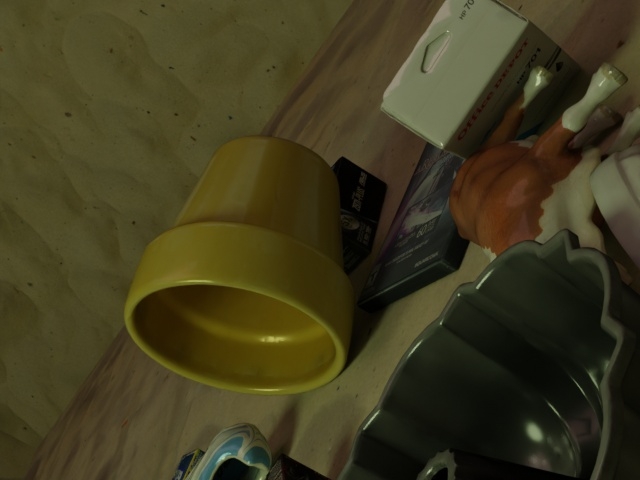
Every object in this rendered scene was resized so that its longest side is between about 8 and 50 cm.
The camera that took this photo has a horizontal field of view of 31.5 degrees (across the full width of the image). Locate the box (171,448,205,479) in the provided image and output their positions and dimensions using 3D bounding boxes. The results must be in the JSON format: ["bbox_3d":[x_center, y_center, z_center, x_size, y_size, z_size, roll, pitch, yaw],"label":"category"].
[{"bbox_3d":[-0.173,0.351,1.426,0.054,0.059,0.168,-35,27,55],"label":"box"}]

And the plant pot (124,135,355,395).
[{"bbox_3d":[-0.076,0.019,1.324,0.254,0.254,0.239,-43,28,49],"label":"plant pot"}]

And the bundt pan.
[{"bbox_3d":[0.111,0.167,0.634,0.330,0.124,0.331,-57,12,19],"label":"bundt pan"}]

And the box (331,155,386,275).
[{"bbox_3d":[0.000,0.000,1.539,0.180,0.078,0.147,-47,18,40],"label":"box"}]

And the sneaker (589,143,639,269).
[{"bbox_3d":[0.258,-0.017,0.596,0.169,0.108,0.292,-53,24,18],"label":"sneaker"}]

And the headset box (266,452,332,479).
[{"bbox_3d":[-0.017,0.247,1.080,0.032,0.062,0.083,-57,12,10],"label":"headset box"}]

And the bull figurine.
[{"bbox_3d":[0.183,-0.043,0.917,0.188,0.101,0.310,-54,14,4],"label":"bull figurine"}]

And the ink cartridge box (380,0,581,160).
[{"bbox_3d":[0.156,-0.148,1.079,0.139,0.082,0.191,-56,-23,12],"label":"ink cartridge box"}]

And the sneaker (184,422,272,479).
[{"bbox_3d":[-0.135,0.319,1.312,0.237,0.085,0.086,-59,20,13],"label":"sneaker"}]

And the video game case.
[{"bbox_3d":[0.140,-0.058,1.275,0.196,0.026,0.274,-35,28,60],"label":"video game case"}]
